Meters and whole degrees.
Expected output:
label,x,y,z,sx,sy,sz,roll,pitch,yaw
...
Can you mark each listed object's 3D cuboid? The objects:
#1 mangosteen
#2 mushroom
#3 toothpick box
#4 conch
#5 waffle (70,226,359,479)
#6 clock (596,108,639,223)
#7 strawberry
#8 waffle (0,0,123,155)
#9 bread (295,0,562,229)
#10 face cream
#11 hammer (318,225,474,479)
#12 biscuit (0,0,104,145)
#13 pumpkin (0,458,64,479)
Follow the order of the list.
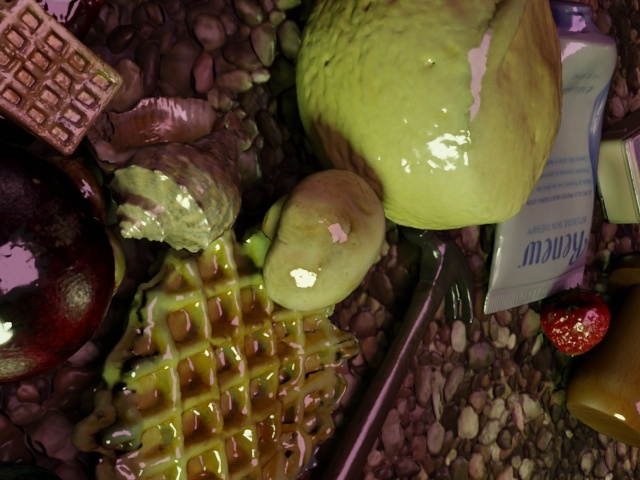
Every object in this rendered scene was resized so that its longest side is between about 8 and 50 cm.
label,x,y,z,sx,sy,sz,roll,pitch,yaw
mangosteen,-0.238,0.006,0.598,0.230,0.194,0.194,-41,117,-57
mushroom,0.000,0.000,0.763,0.112,0.148,0.148,40,58,16
toothpick box,0.495,0.152,1.170,0.192,0.192,0.294,42,71,-31
conch,-0.132,-0.075,0.703,0.155,0.130,0.207,43,47,-14
waffle,-0.092,0.144,0.779,0.297,0.073,0.317,45,58,-36
clock,0.524,-0.127,1.253,0.192,0.071,0.147,-29,109,-33
strawberry,0.370,0.120,1.122,0.106,0.106,0.106,-1,92,-38
waffle,-0.232,-0.140,0.621,0.135,0.021,0.092,42,77,-36
bread,0.127,-0.176,0.847,0.320,0.237,0.321,-16,111,-48
face cream,0.317,-0.118,1.086,0.234,0.137,0.421,-11,109,-39
hammer,0.061,0.189,0.908,0.168,0.044,0.440,46,66,-40
biscuit,-0.246,-0.204,0.649,0.151,0.063,0.235,38,77,-33
pumpkin,-0.247,0.336,0.585,0.263,0.196,0.293,36,72,-36
